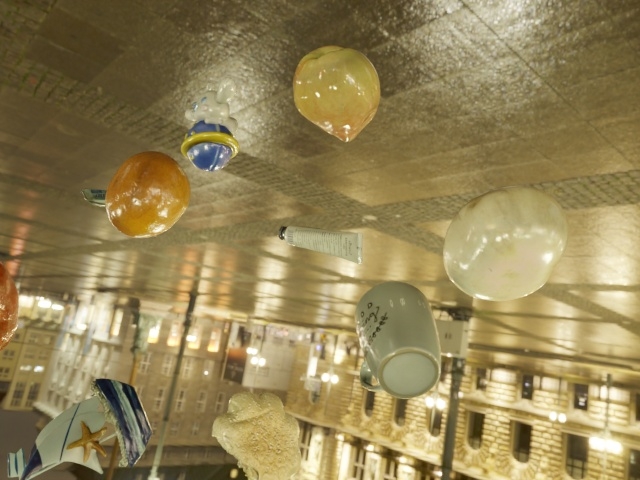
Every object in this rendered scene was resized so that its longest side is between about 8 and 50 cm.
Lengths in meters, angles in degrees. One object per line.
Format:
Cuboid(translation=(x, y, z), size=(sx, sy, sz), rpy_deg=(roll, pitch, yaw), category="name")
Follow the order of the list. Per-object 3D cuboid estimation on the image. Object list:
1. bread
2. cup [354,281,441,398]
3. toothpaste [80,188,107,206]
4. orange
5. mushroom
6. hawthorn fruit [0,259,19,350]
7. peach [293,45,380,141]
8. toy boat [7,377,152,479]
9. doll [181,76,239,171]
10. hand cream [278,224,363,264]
Cuboid(translation=(-0.125, 0.447, 1.146), size=(0.039, 0.182, 0.251), rpy_deg=(-17, 112, 47), category="bread")
Cuboid(translation=(0.163, 0.259, 1.158), size=(0.186, 0.258, 0.234), rpy_deg=(22, -157, -11), category="cup")
Cuboid(translation=(-0.531, -0.108, 1.435), size=(0.268, 0.069, 0.047), rpy_deg=(6, 148, -43), category="toothpaste")
Cuboid(translation=(-0.298, -0.078, 0.885), size=(0.124, 0.156, 0.156), rpy_deg=(28, 160, -36), category="orange")
Cuboid(translation=(0.382, -0.007, 1.081), size=(0.260, 0.234, 0.254), rpy_deg=(-23, 125, 14), category="mushroom")
Cuboid(translation=(-0.481, 0.082, 0.647), size=(0.189, 0.189, 0.189), rpy_deg=(10, 168, 2), category="hawthorn fruit")
Cuboid(translation=(0.039, -0.341, 1.206), size=(0.232, 0.232, 0.232), rpy_deg=(10, 168, 2), category="peach")
Cuboid(translation=(-0.543, 0.445, 1.141), size=(0.291, 0.220, 0.067), rpy_deg=(-23, 162, -20), category="toy boat")
Cuboid(translation=(-0.296, -0.335, 1.481), size=(0.159, 0.242, 0.311), rpy_deg=(19, 153, -26), category="doll")
Cuboid(translation=(0.000, 0.000, 1.234), size=(0.234, 0.080, 0.050), rpy_deg=(12, -153, 31), category="hand cream")
